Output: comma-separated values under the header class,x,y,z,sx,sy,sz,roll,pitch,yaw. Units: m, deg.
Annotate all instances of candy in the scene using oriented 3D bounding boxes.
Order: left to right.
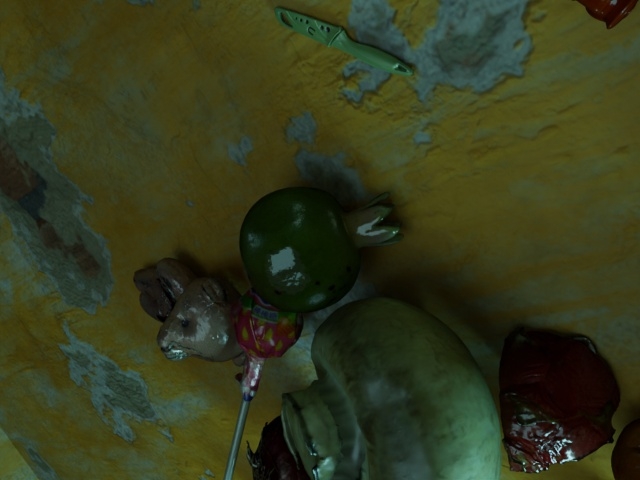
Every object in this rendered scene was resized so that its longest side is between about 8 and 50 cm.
class,x,y,z,sx,sy,sz,roll,pitch,yaw
candy,-0.116,0.247,1.020,0.124,0.124,0.364,18,101,26

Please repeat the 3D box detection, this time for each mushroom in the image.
class,x,y,z,sx,sy,sz,roll,pitch,yaw
mushroom,0.090,0.250,0.815,0.352,0.261,0.351,169,90,-74

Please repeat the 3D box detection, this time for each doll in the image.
class,x,y,z,sx,sy,sz,roll,pitch,yaw
doll,-0.268,0.140,1.119,0.304,0.156,0.201,9,128,37

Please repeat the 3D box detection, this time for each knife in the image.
class,x,y,z,sx,sy,sz,roll,pitch,yaw
knife,0.026,-0.250,0.754,0.207,0.014,0.030,29,132,19

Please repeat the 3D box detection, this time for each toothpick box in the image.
class,x,y,z,sx,sy,sz,roll,pitch,yaw
toothpick box,0.258,-0.240,0.572,0.083,0.047,0.047,41,133,7

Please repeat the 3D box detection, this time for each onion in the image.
class,x,y,z,sx,sy,sz,roll,pitch,yaw
onion,0.006,0.449,1.059,0.314,0.233,0.313,168,90,-78

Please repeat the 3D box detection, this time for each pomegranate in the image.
class,x,y,z,sx,sy,sz,roll,pitch,yaw
pomegranate,0.001,0.002,0.839,0.225,0.187,0.186,-21,106,13

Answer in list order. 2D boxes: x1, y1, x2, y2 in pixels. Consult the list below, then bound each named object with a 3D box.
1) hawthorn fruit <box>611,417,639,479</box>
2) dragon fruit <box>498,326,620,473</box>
class,x,y,z,sx,sy,sz,roll,pitch,yaw
hawthorn fruit,0.425,0.284,0.733,0.125,0.125,0.140,-13,107,40
dragon fruit,0.290,0.202,0.760,0.121,0.161,0.127,-9,122,41
